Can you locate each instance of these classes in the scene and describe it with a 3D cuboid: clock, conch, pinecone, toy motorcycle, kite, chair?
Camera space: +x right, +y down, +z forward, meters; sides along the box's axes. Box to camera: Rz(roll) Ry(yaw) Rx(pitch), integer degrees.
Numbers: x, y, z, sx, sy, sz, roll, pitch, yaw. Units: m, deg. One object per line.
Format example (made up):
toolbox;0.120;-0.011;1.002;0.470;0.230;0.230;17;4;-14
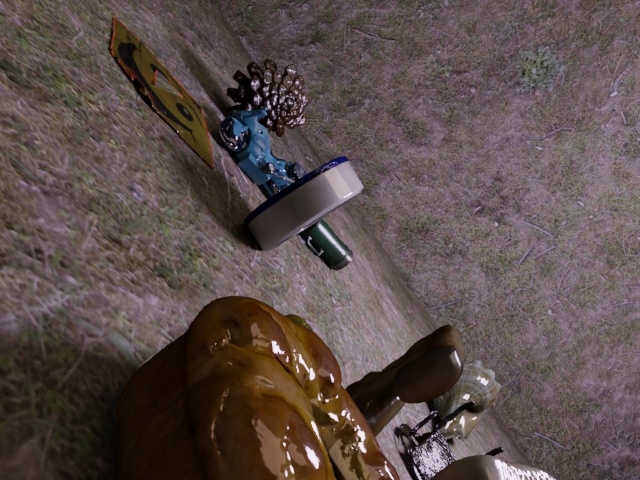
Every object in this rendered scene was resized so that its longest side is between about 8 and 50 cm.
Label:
clock;-0.029;-0.068;1.069;0.083;0.230;0.230;55;11;-1
conch;0.382;0.449;1.572;0.386;0.170;0.203;-23;106;-40
pinecone;-0.154;-0.388;1.543;0.229;0.201;0.202;12;73;-49
toy motorcycle;-0.140;-0.213;1.368;0.272;0.124;0.182;47;35;-29
kite;-0.307;-0.299;1.142;0.377;0.013;0.327;55;10;2
chair;0.239;0.434;1.139;0.213;0.149;0.174;-19;74;-35

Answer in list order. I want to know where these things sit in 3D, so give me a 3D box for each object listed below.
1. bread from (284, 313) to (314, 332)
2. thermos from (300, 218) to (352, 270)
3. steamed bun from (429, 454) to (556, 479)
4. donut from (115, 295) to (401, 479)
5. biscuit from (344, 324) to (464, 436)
bread;-0.017;0.186;0.826;0.149;0.065;0.187;56;8;-23
thermos;0.000;-0.003;1.464;0.187;0.083;0.073;48;-8;-30
steamed bun;0.212;0.425;0.673;0.383;0.236;0.247;38;29;-39
donut;-0.029;0.206;0.470;0.299;0.150;0.317;47;13;-40
biscuit;0.106;0.214;0.817;0.062;0.237;0.291;56;8;8
